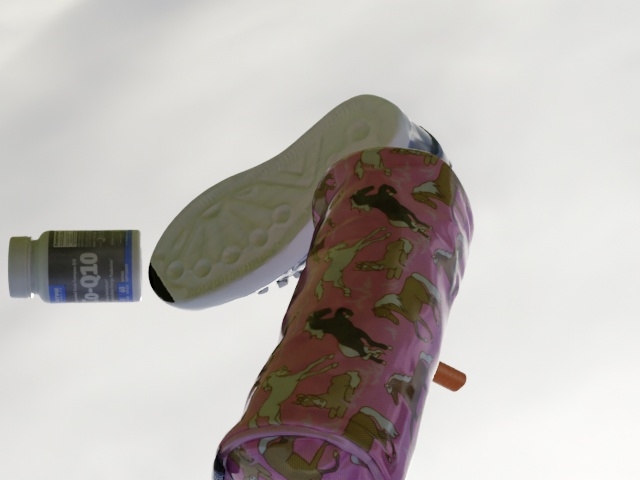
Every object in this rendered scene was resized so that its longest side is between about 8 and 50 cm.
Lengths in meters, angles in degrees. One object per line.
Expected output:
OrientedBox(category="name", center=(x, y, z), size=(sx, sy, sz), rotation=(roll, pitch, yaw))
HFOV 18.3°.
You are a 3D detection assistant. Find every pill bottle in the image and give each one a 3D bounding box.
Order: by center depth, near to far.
OrientedBox(category="pill bottle", center=(-0.255, 0.027, 2.070), size=(0.137, 0.078, 0.078), rotation=(-1, -159, -3))

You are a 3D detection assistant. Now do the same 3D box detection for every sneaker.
OrientedBox(category="sneaker", center=(0.000, -0.001, 2.090), size=(0.323, 0.236, 0.130), rotation=(-37, -123, 5))

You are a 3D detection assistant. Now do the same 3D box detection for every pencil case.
OrientedBox(category="pencil case", center=(0.028, 0.085, 1.700), size=(0.167, 0.160, 0.386), rotation=(-4, -140, 22))

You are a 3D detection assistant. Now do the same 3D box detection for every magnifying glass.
OrientedBox(category="magnifying glass", center=(0.089, 0.132, 2.405), size=(0.092, 0.231, 0.026), rotation=(-43, -143, 25))
